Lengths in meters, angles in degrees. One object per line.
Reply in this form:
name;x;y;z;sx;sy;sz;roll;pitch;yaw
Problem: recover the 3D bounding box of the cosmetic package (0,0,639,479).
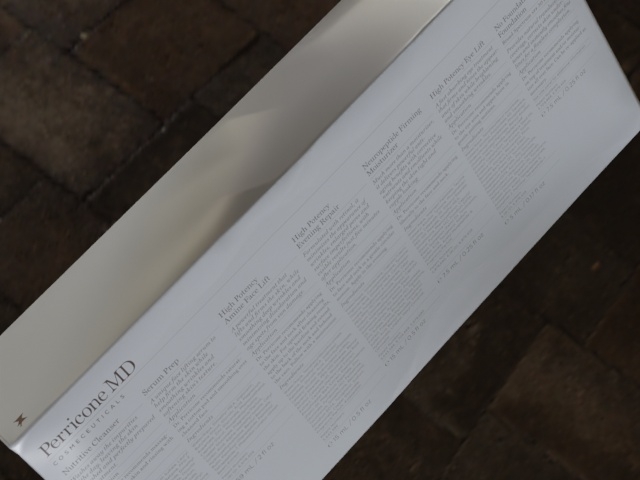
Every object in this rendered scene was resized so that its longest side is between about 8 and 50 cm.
cosmetic package;0.000;0.000;0.475;0.239;0.099;0.060;-46;37;-14
